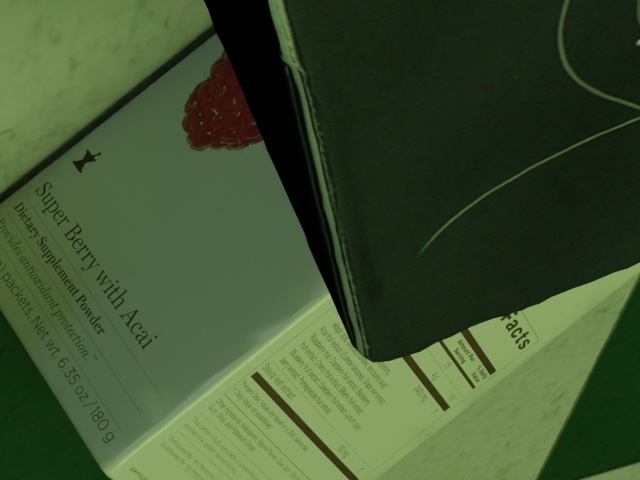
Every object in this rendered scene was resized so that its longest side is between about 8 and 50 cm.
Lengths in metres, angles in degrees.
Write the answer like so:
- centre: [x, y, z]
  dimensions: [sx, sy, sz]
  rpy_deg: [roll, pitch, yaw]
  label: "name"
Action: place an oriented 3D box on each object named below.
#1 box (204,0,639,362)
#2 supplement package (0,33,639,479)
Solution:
- centre: [0.155, -0.268, 0.655]
  dimensions: [0.472, 0.297, 0.480]
  rpy_deg: [-19, 143, -5]
  label: "box"
- centre: [0.000, 0.000, 0.977]
  dimensions: [0.293, 0.177, 0.175]
  rpy_deg: [-39, 145, -1]
  label: "supplement package"
